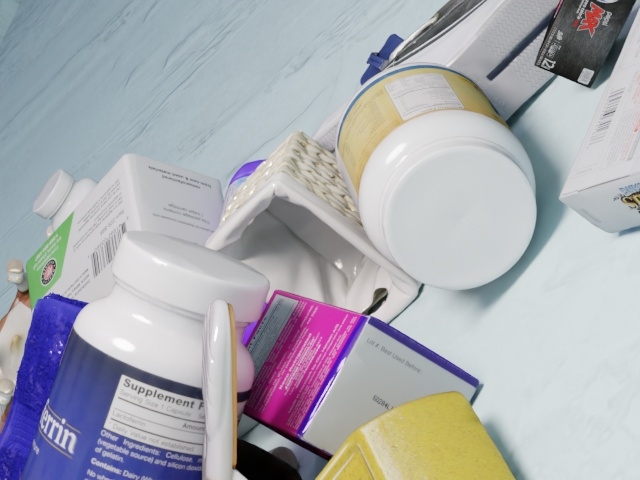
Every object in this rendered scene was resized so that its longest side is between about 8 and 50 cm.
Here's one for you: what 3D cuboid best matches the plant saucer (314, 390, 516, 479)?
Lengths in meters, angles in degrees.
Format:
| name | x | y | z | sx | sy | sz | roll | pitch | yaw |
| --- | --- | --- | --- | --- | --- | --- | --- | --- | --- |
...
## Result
| name | x | y | z | sx | sy | sz | roll | pitch | yaw |
| --- | --- | --- | --- | --- | --- | --- | --- | --- | --- |
| plant saucer | 0.014 | 0.286 | 1.304 | 0.333 | 0.081 | 0.333 | -52 | 26 | 12 |

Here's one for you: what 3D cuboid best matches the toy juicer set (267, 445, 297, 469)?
| name | x | y | z | sx | sy | sz | roll | pitch | yaw |
| --- | --- | --- | --- | --- | --- | --- | --- | --- | --- |
| toy juicer set | -0.103 | 0.272 | 1.634 | 0.209 | 0.089 | 0.329 | -44 | 23 | 32 |

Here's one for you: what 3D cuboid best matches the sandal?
| name | x | y | z | sx | sy | sz | roll | pitch | yaw |
| --- | --- | --- | --- | --- | --- | --- | --- | --- | --- |
| sandal | -0.050 | 0.173 | 1.444 | 0.102 | 0.076 | 0.265 | -105 | 16 | -69 |

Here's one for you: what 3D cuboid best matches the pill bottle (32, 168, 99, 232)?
| name | x | y | z | sx | sy | sz | roll | pitch | yaw |
| --- | --- | --- | --- | --- | --- | --- | --- | --- | --- |
| pill bottle | -0.279 | -0.024 | 2.409 | 0.086 | 0.152 | 0.086 | -47 | 22 | 25 |

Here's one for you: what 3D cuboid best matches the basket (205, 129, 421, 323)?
| name | x | y | z | sx | sy | sz | roll | pitch | yaw |
| --- | --- | --- | --- | --- | --- | --- | --- | --- | --- |
| basket | 0.000 | 0.000 | 1.707 | 0.113 | 0.167 | 0.103 | -43 | 17 | 32 |

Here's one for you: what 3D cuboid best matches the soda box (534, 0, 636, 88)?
| name | x | y | z | sx | sy | sz | roll | pitch | yaw |
| --- | --- | --- | --- | --- | --- | --- | --- | --- | --- |
| soda box | 0.227 | -0.202 | 1.549 | 0.169 | 0.053 | 0.060 | 112 | -178 | -54 |

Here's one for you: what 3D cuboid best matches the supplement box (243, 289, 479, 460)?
| name | x | y | z | sx | sy | sz | roll | pitch | yaw |
| --- | --- | --- | --- | --- | --- | --- | --- | --- | --- |
| supplement box | 0.016 | 0.120 | 1.554 | 0.114 | 0.111 | 0.220 | -60 | 19 | -5 |

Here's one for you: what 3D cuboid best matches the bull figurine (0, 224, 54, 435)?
| name | x | y | z | sx | sy | sz | roll | pitch | yaw |
| --- | --- | --- | --- | --- | --- | --- | --- | --- | --- |
| bull figurine | -0.363 | 0.106 | 2.442 | 0.188 | 0.101 | 0.310 | 80 | -155 | -67 |

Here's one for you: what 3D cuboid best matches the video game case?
| name | x | y | z | sx | sy | sz | roll | pitch | yaw |
| --- | --- | --- | --- | --- | --- | --- | --- | --- | --- |
| video game case | 0.304 | -0.147 | 1.362 | 0.244 | 0.061 | 0.269 | -20 | 41 | 62 |

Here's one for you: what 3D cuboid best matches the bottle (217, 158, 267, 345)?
| name | x | y | z | sx | sy | sz | roll | pitch | yaw |
| --- | --- | --- | --- | --- | --- | --- | --- | --- | --- |
| bottle | -0.049 | 0.039 | 1.822 | 0.283 | 0.118 | 0.092 | -79 | -6 | -49 |

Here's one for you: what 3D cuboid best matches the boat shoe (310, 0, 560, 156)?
| name | x | y | z | sx | sy | sz | roll | pitch | yaw |
| --- | --- | --- | --- | --- | --- | --- | --- | --- | --- |
| boat shoe | 0.117 | -0.137 | 1.745 | 0.335 | 0.121 | 0.119 | -37 | 18 | 20 |

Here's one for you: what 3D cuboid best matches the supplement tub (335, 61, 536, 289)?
| name | x | y | z | sx | sy | sz | roll | pitch | yaw |
| --- | --- | --- | --- | --- | --- | --- | --- | --- | --- |
| supplement tub | 0.095 | -0.054 | 1.587 | 0.144 | 0.144 | 0.200 | -52 | 21 | 13 |

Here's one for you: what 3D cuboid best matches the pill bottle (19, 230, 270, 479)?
| name | x | y | z | sx | sy | sz | roll | pitch | yaw |
| --- | --- | --- | --- | --- | --- | --- | --- | --- | --- |
| pill bottle | -0.141 | 0.136 | 1.540 | 0.153 | 0.153 | 0.265 | -139 | 68 | -70 |

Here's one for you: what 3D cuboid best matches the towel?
| name | x | y | z | sx | sy | sz | roll | pitch | yaw |
| --- | --- | --- | --- | --- | --- | --- | --- | --- | --- |
| towel | -0.238 | 0.210 | 1.773 | 0.227 | 0.076 | 0.308 | 13 | 88 | 53 |

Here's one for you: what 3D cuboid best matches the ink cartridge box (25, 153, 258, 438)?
| name | x | y | z | sx | sy | sz | roll | pitch | yaw |
| --- | --- | --- | --- | --- | --- | --- | --- | --- | --- |
| ink cartridge box | -0.181 | 0.096 | 1.910 | 0.211 | 0.121 | 0.289 | -42 | 46 | 36 |

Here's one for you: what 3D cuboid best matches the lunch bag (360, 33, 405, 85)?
| name | x | y | z | sx | sy | sz | roll | pitch | yaw |
| --- | --- | --- | --- | --- | --- | --- | --- | --- | --- |
| lunch bag | 0.081 | -0.165 | 1.909 | 0.067 | 0.065 | 0.098 | -55 | 20 | 4 |
